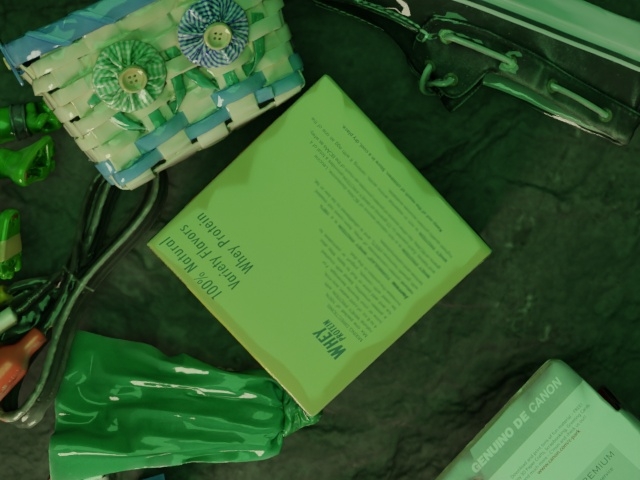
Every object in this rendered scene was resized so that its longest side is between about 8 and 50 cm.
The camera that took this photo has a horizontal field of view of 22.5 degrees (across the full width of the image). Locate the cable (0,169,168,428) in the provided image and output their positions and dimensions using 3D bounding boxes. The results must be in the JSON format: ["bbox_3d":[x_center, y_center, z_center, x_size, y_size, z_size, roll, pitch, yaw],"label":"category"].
[{"bbox_3d":[-0.232,0.047,1.384,0.287,0.072,0.139,-46,58,9],"label":"cable"}]

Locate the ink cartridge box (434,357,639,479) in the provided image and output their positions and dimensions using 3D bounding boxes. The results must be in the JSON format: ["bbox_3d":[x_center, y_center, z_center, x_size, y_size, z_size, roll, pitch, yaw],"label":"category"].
[{"bbox_3d":[0.192,0.286,1.374,0.272,0.130,0.309,43,94,0],"label":"ink cartridge box"}]

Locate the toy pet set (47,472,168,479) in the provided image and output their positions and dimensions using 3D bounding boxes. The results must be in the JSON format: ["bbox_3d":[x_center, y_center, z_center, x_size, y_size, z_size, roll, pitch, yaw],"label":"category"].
[{"bbox_3d":[-0.179,0.257,1.416,0.114,0.065,0.122,-17,94,3],"label":"toy pet set"}]

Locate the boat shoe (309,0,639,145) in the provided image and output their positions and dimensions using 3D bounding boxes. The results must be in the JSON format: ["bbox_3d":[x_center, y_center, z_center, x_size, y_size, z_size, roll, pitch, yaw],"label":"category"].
[{"bbox_3d":[0.127,-0.165,1.343,0.335,0.121,0.119,17,91,-1],"label":"boat shoe"}]

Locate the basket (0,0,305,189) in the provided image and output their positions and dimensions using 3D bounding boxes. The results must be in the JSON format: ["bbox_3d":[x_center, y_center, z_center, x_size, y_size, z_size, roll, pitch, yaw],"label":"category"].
[{"bbox_3d":[-0.149,-0.209,1.307,0.254,0.201,0.289,-30,96,-3],"label":"basket"}]

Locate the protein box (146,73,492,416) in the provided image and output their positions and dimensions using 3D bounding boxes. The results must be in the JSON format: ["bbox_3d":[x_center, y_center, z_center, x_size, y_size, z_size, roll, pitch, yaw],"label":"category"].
[{"bbox_3d":[0.000,0.000,1.354,0.201,0.136,0.200,-43,93,4],"label":"protein box"}]

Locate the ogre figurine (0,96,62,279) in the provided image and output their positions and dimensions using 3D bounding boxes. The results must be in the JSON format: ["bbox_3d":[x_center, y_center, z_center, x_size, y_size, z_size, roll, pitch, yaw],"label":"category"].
[{"bbox_3d":[-0.303,-0.044,1.376,0.118,0.097,0.197,13,86,14],"label":"ogre figurine"}]

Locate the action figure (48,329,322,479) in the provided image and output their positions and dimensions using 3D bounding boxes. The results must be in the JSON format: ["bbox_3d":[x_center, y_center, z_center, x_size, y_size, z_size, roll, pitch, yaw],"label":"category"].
[{"bbox_3d":[-0.114,0.149,1.401,0.232,0.063,0.137,1,82,7],"label":"action figure"}]
